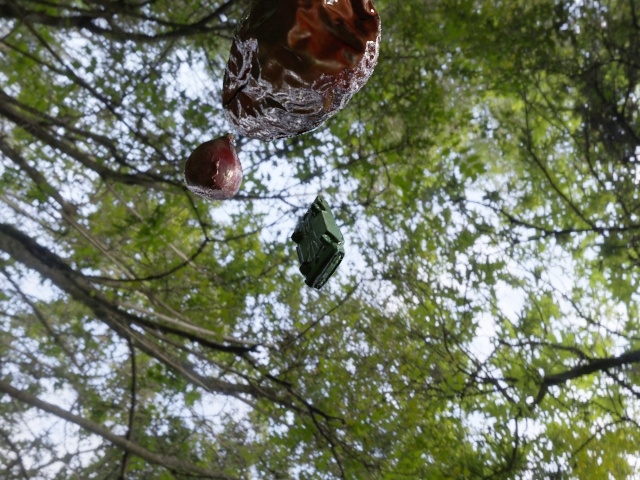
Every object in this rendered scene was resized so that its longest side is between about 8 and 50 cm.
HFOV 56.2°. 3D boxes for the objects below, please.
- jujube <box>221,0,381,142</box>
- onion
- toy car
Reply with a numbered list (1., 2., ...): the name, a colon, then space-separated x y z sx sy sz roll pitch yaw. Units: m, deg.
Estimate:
1. jujube: -0.051 -0.275 0.948 0.216 0.216 0.342 -61 -164 -25
2. onion: -0.272 -0.200 1.569 0.159 0.159 0.195 9 -103 33
3. toy car: 0.000 0.000 1.601 0.141 0.097 0.321 -54 -157 19
